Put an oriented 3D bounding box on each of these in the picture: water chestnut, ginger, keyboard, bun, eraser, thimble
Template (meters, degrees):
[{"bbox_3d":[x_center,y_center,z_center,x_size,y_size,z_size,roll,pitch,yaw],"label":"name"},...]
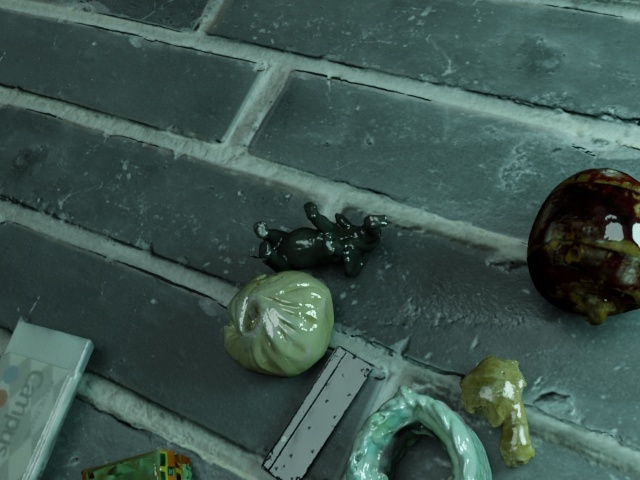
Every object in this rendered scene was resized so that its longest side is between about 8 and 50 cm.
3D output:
[{"bbox_3d":[0.412,-0.004,1.083,0.224,0.223,0.238,17,57,26],"label":"water chestnut"},{"bbox_3d":[0.255,0.245,1.099,0.096,0.067,0.165,-2,62,-5],"label":"ginger"},{"bbox_3d":[-0.004,0.282,1.203,0.072,0.023,0.231,30,78,22],"label":"keyboard"},{"bbox_3d":[-0.082,0.130,1.236,0.193,0.128,0.178,7,78,28],"label":"bun"},{"bbox_3d":[-0.545,0.348,1.329,0.213,0.082,0.396,11,69,23],"label":"eraser"},{"bbox_3d":[0.139,0.318,1.059,0.186,0.149,0.210,-8,63,18],"label":"thimble"}]

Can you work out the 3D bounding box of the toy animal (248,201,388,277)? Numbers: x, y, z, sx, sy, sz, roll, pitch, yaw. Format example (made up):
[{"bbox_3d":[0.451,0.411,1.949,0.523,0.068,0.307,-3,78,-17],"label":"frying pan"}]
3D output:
[{"bbox_3d":[0.002,-0.005,1.270,0.245,0.146,0.114,-1,71,21],"label":"toy animal"}]

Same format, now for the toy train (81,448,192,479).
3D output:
[{"bbox_3d":[-0.299,0.394,1.208,0.188,0.099,0.072,-17,61,10],"label":"toy train"}]
